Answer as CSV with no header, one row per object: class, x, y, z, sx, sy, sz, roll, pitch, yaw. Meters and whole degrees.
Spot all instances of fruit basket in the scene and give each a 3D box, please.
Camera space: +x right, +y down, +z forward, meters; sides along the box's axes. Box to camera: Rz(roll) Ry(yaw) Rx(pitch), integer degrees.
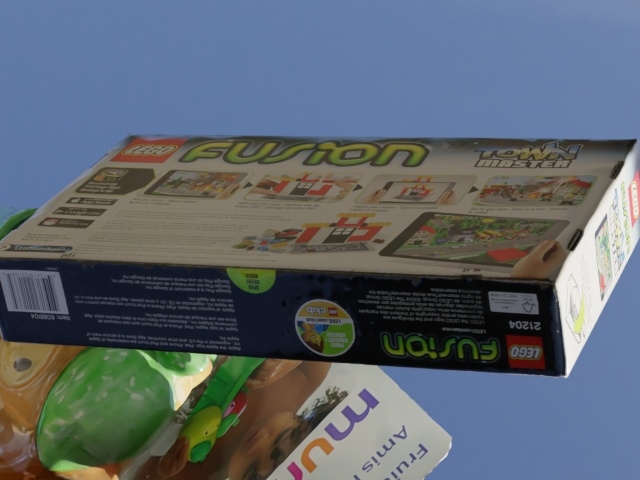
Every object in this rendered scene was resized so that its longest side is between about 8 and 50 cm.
fruit basket,-0.140,0.121,0.776,0.327,0.165,0.353,-45,-155,-2

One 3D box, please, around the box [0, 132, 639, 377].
box,0.000,0.000,0.642,0.207,0.036,0.114,2,-154,24
